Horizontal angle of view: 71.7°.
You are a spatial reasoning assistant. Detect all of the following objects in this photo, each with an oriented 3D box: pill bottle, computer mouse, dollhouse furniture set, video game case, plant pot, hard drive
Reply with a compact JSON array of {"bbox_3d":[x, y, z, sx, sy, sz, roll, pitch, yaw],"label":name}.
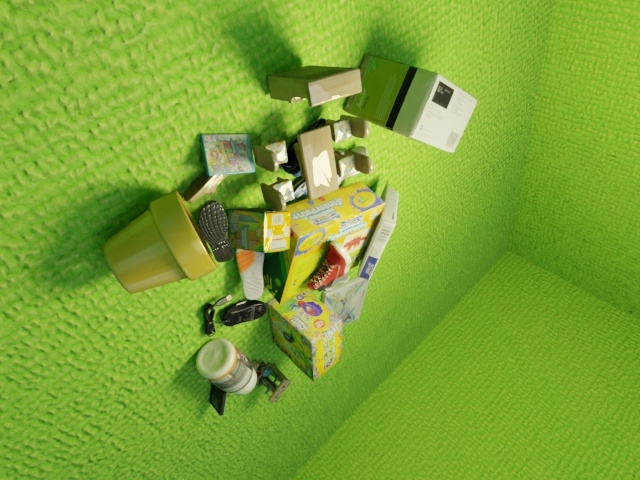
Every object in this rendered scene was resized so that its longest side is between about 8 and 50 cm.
[{"bbox_3d":[-0.369,0.519,1.790,0.162,0.162,0.278,-44,144,-14],"label":"pill bottle"},{"bbox_3d":[-0.333,0.257,1.709,0.262,0.060,0.184,-18,136,-25],"label":"computer mouse"},{"bbox_3d":[0.000,-0.315,1.365,0.362,0.256,0.394,-24,122,-25],"label":"dollhouse furniture set"},{"bbox_3d":[0.113,0.340,2.303,0.329,0.036,0.299,-18,131,-40],"label":"video game case"},{"bbox_3d":[-0.276,-0.260,1.336,0.166,0.015,0.119,-13,96,-43],"label":"video game case"},{"bbox_3d":[-0.453,0.022,1.241,0.239,0.254,0.254,-27,138,-10],"label":"plant pot"},{"bbox_3d":[-0.257,0.653,2.052,0.129,0.129,0.184,-54,146,-1],"label":"dollhouse furniture set"},{"bbox_3d":[-0.437,0.667,1.887,0.022,0.094,0.135,-15,129,-41],"label":"hard drive"}]

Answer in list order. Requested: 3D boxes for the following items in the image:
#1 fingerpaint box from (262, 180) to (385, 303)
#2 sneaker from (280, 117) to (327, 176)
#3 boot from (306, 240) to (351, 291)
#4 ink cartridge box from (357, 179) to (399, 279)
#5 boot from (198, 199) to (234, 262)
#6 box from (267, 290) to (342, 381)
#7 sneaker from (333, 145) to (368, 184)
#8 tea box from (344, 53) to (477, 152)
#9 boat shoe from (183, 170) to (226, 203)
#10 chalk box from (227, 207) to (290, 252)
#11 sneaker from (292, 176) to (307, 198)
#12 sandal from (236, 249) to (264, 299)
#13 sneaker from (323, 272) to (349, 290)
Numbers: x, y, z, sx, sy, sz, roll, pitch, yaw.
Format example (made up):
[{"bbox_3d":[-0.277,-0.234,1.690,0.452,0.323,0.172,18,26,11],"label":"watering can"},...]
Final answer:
[{"bbox_3d":[0.000,0.000,1.740,0.445,0.163,0.371,-23,147,-36],"label":"fingerpaint box"},{"bbox_3d":[-0.051,-0.330,1.530,0.232,0.081,0.090,-58,149,4],"label":"sneaker"},{"bbox_3d":[0.022,0.108,1.650,0.176,0.088,0.244,-35,156,-14],"label":"boot"},{"bbox_3d":[0.256,-0.049,1.926,0.330,0.072,0.324,-69,178,-51],"label":"ink cartridge box"},{"bbox_3d":[-0.339,-0.058,1.361,0.084,0.161,0.246,-20,140,-16],"label":"boot"},{"bbox_3d":[-0.066,0.395,1.922,0.177,0.290,0.279,-31,139,-29],"label":"box"},{"bbox_3d":[0.085,-0.298,1.694,0.252,0.103,0.111,-39,143,-22],"label":"sneaker"},{"bbox_3d":[0.329,-0.495,1.622,0.329,0.324,0.219,2,116,-49],"label":"tea box"},{"bbox_3d":[-0.340,-0.169,1.346,0.170,0.063,0.059,-48,138,-11],"label":"boat shoe"},{"bbox_3d":[-0.221,-0.038,1.459,0.132,0.213,0.132,-9,103,-54],"label":"chalk box"},{"bbox_3d":[-0.059,-0.208,1.643,0.144,0.053,0.059,-36,144,-3],"label":"sneaker"},{"bbox_3d":[-0.263,0.091,1.632,0.102,0.076,0.265,-6,114,-19],"label":"sandal"},{"bbox_3d":[0.062,0.144,2.057,0.229,0.086,0.132,-19,127,-53],"label":"sneaker"}]
